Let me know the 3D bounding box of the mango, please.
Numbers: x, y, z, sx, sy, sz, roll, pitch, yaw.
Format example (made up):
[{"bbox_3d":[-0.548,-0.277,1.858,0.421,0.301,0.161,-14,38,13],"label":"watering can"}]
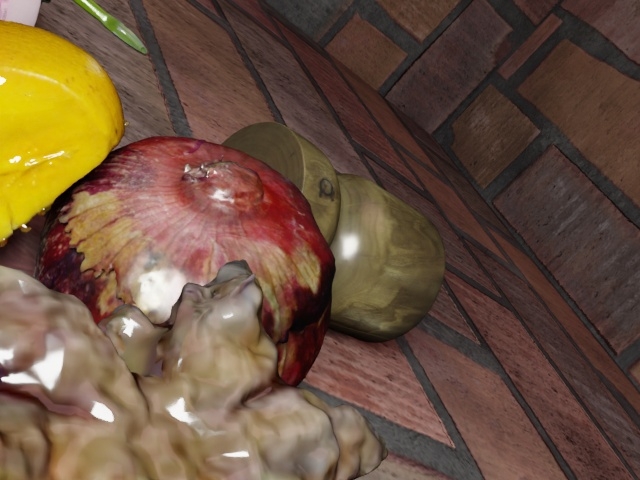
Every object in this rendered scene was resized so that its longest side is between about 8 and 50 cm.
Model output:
[{"bbox_3d":[-0.260,-0.101,0.634,0.257,0.187,0.138,33,-35,52],"label":"mango"}]

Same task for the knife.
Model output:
[{"bbox_3d":[-0.342,-0.351,1.306,0.184,0.022,0.026,39,-10,-18],"label":"knife"}]

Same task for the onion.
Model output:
[{"bbox_3d":[-0.098,0.021,0.661,0.246,0.190,0.246,23,34,-17],"label":"onion"}]

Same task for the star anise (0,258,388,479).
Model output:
[{"bbox_3d":[-0.086,0.102,0.386,0.315,0.108,0.315,23,46,-27],"label":"star anise"}]

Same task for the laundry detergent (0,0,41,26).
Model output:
[{"bbox_3d":[-0.375,-0.220,0.677,0.087,0.159,0.335,21,19,24],"label":"laundry detergent"}]

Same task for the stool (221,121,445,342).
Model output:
[{"bbox_3d":[0.000,0.000,0.965,0.264,0.179,0.179,28,23,-45],"label":"stool"}]

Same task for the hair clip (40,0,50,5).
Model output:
[{"bbox_3d":[-0.431,-0.294,0.843,0.321,0.091,0.138,17,33,-36],"label":"hair clip"}]
